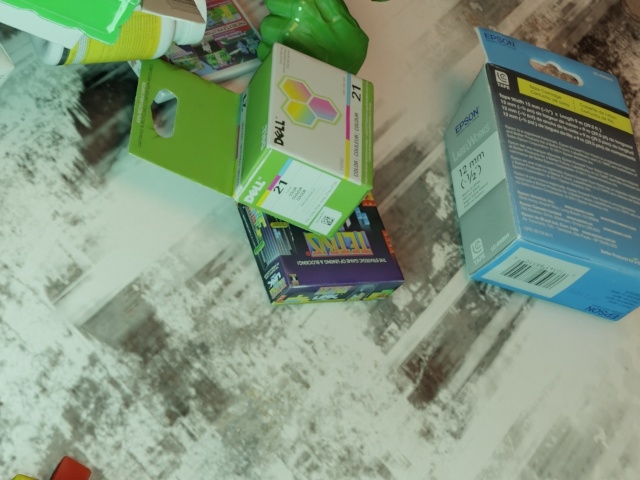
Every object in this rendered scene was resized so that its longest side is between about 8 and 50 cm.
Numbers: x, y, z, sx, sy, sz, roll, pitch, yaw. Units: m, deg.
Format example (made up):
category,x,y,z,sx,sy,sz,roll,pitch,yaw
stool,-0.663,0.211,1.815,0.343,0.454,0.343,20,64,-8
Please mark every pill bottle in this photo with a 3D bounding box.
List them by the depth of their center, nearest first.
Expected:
category,x,y,z,sx,sy,sz,roll,pitch,yaw
pill bottle,-0.226,-0.251,1.784,0.184,0.103,0.103,-7,64,-26

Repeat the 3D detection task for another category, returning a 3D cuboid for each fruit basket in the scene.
category,x,y,z,sx,sy,sz,roll,pitch,yaw
fruit basket,-0.304,-0.338,1.649,0.327,0.165,0.353,19,19,-30

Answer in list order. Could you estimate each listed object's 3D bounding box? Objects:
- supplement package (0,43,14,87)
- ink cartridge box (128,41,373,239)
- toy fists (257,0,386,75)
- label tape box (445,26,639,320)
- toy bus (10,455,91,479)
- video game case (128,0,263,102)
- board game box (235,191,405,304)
category,x,y,z,sx,sy,sz,roll,pitch,yaw
supplement package,-0.447,-0.158,1.545,0.244,0.139,0.134,-22,73,-44
ink cartridge box,-0.074,-0.135,1.788,0.255,0.097,0.189,22,42,-19
toy fists,0.016,-0.314,1.952,0.279,0.096,0.142,-60,142,-10
label tape box,0.297,-0.089,2.085,0.249,0.115,0.347,16,49,-29
toy bus,-0.207,0.284,1.435,0.202,0.104,0.191,-28,79,-45
video game case,-0.172,-0.264,1.916,0.201,0.023,0.183,-25,77,-46
board game box,0.000,0.000,1.838,0.170,0.048,0.141,-2,60,-38
